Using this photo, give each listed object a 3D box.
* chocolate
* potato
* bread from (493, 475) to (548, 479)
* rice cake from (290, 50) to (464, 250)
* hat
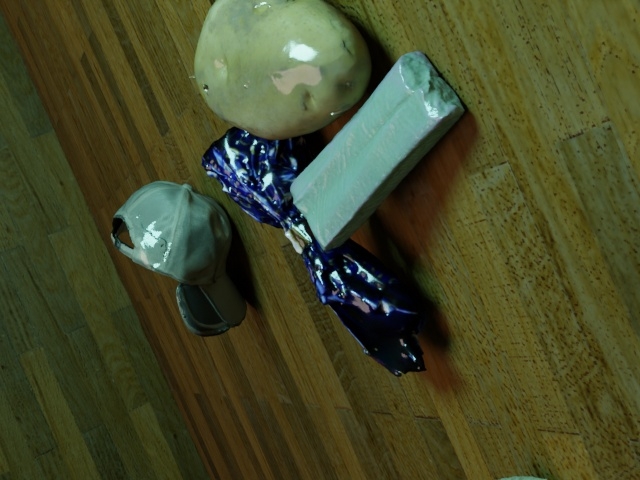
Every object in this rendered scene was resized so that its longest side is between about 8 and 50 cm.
[{"bbox_3d":[0.004,0.002,0.948,0.343,0.126,0.148,55,142,21],"label":"chocolate"},{"bbox_3d":[-0.047,-0.172,0.871,0.235,0.128,0.161,42,136,38],"label":"potato"},{"bbox_3d":[0.195,0.324,0.840,0.148,0.134,0.141,-119,20,-46],"label":"bread"},{"bbox_3d":[0.044,-0.079,0.814,0.222,0.042,0.080,-48,62,46],"label":"rice cake"},{"bbox_3d":[-0.198,0.023,1.382,0.275,0.161,0.232,53,180,-36],"label":"hat"}]
